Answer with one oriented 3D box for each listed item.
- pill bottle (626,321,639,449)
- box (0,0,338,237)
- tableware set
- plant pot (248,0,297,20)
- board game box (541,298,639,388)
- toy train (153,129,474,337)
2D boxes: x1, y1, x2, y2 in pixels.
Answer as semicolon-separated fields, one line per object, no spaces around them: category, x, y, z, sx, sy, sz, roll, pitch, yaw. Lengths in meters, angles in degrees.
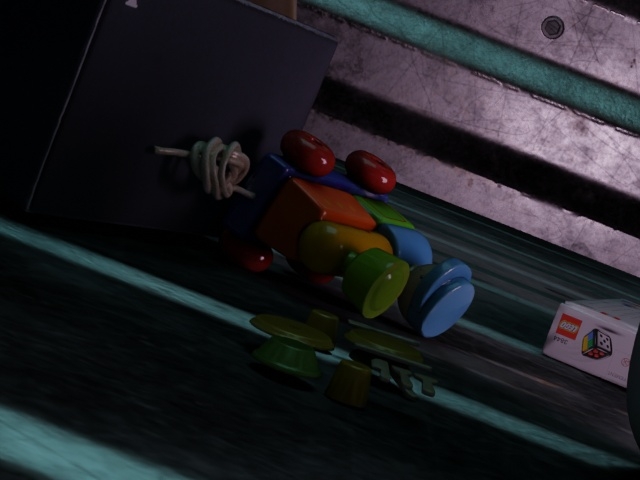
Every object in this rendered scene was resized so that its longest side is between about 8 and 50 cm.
pill bottle;0.391;0.105;0.852;0.408;0.229;0.229;26;7;35
box;-0.198;-0.135;1.143;0.294;0.182;0.296;24;7;27
tableware set;0.009;0.064;0.873;0.104;0.024;0.154;18;7;-3
plant pot;-0.198;-0.220;1.476;0.280;0.323;0.323;2;0;17
board game box;0.325;0.110;1.439;0.193;0.053;0.305;23;6;19
toy train;0.000;0.000;1.108;0.143;0.105;0.248;41;15;30
